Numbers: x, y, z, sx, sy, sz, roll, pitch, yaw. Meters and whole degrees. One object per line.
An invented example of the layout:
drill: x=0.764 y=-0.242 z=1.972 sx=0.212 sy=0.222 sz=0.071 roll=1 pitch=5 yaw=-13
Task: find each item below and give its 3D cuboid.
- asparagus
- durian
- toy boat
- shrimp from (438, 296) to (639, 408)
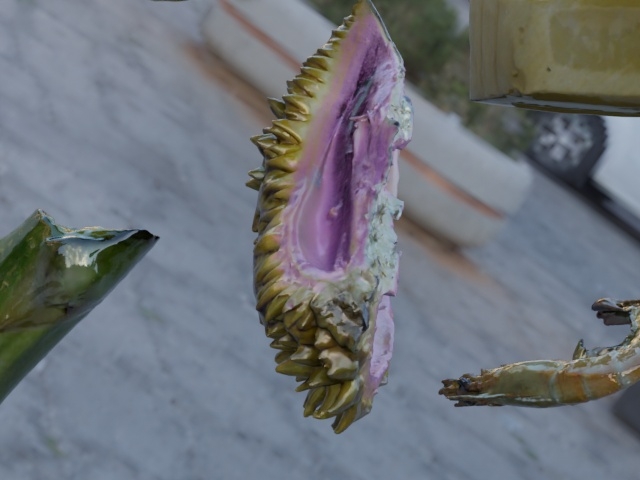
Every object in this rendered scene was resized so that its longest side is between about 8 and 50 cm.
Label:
asparagus: x=-0.247 y=0.098 z=1.157 sx=0.085 sy=0.343 sz=0.082 roll=45 pitch=2 yaw=-14
durian: x=0.001 y=0.001 z=1.203 sx=0.112 sy=0.191 sz=0.341 roll=5 pitch=45 yaw=-1
toy boat: x=0.159 y=-0.076 z=0.707 sx=0.201 sy=0.057 sz=0.077 roll=2 pitch=4 yaw=14
shrimp: x=0.113 y=0.053 z=0.829 sx=0.023 sy=0.114 sz=0.083 roll=65 pitch=32 yaw=-19
